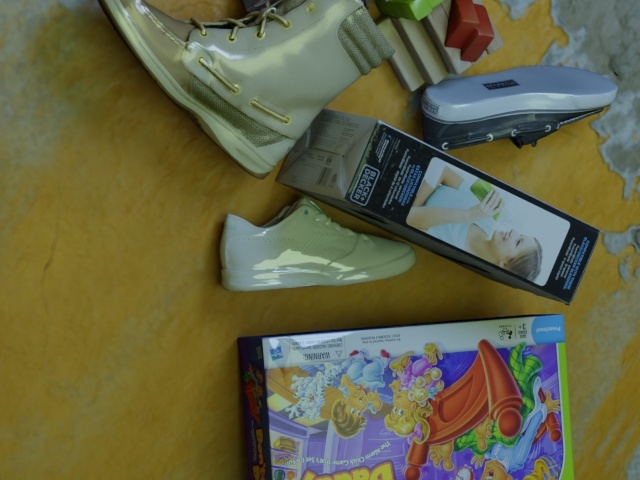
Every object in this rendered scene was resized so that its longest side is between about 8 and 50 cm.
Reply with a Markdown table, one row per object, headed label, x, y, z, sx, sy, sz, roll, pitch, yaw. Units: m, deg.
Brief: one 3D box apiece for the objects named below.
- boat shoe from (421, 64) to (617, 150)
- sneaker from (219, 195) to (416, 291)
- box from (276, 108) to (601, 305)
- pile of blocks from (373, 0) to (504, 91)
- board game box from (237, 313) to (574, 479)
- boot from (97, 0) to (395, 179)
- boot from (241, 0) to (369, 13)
| label | x | y | z | sx | sy | sz | roll | pitch | yaw |
| --- | --- | --- | --- | --- | --- | --- | --- | --- | --- |
| boat shoe | 0.209 | -0.133 | 1.909 | 0.228 | 0.080 | 0.076 | -10 | 125 | -26 |
| sneaker | 0.000 | 0.000 | 1.841 | 0.212 | 0.080 | 0.094 | -4 | 91 | -23 |
| box | 0.121 | -0.036 | 1.835 | 0.290 | 0.169 | 0.087 | 25 | 87 | -25 |
| pile of blocks | 0.109 | -0.327 | 1.797 | 0.149 | 0.112 | 0.362 | -13 | 105 | -22 |
| board game box | 0.095 | 0.204 | 1.886 | 0.347 | 0.078 | 0.233 | -4 | 89 | -22 |
| boot | -0.069 | -0.206 | 1.722 | 0.203 | 0.095 | 0.262 | -41 | 120 | 6 |
| boot | -0.021 | -0.244 | 1.796 | 0.114 | 0.037 | 0.106 | -41 | 101 | -15 |
